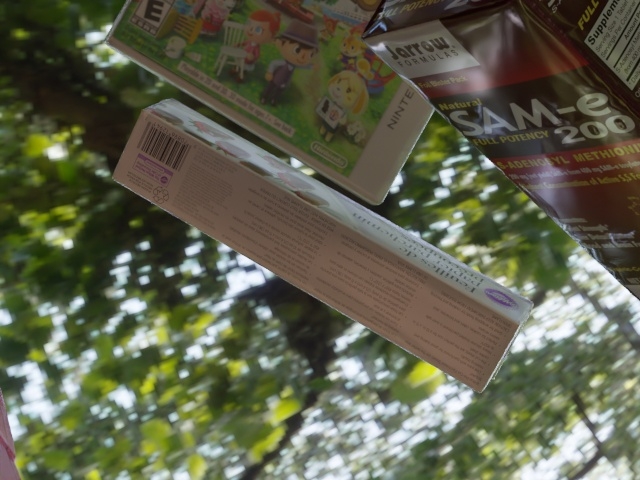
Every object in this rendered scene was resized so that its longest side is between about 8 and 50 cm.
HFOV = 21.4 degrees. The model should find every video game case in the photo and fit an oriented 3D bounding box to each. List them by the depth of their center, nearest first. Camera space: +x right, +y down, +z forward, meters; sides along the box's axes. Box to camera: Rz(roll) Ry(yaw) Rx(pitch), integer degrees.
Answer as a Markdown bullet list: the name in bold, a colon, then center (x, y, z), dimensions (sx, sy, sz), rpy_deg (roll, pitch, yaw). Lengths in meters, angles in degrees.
- **video game case**: center (-0.002, -0.157, 1.097), dimensions (0.212, 0.023, 0.193), rpy_deg (30, -93, -18)

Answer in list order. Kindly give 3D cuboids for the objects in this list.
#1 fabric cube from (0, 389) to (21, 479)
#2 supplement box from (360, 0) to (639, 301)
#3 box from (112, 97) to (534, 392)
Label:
- **fabric cube**: center (-0.310, 0.064, 0.777), dimensions (0.254, 0.259, 0.258), rpy_deg (-30, -68, -6)
- **supplement box**: center (0.150, -0.058, 0.832), dimensions (0.239, 0.073, 0.130), rpy_deg (41, -23, -23)
- **box**: center (0.000, 0.000, 1.262), dimensions (0.324, 0.063, 0.067), rpy_deg (29, -71, 9)
